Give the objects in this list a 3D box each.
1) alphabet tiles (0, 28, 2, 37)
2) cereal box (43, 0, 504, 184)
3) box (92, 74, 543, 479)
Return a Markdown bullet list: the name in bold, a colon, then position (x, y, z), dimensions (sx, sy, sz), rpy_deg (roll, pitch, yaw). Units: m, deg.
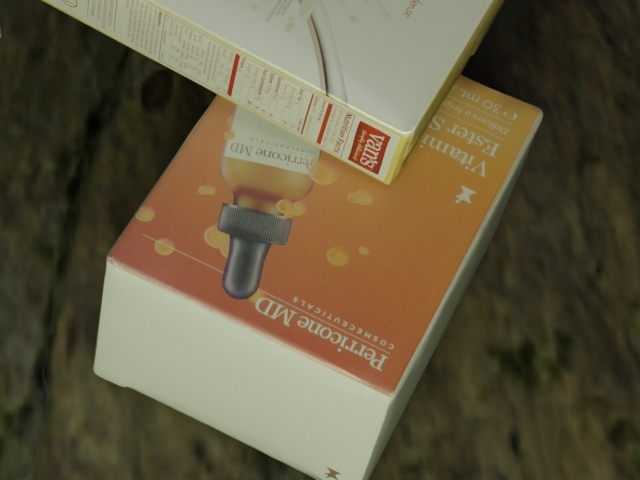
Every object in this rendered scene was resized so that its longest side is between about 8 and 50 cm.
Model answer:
- **alphabet tiles**: position (-0.321, -0.075, 0.713), dimensions (0.342, 0.011, 0.285), rpy_deg (-26, 57, -19)
- **cereal box**: position (-0.033, -0.149, 0.751), dimensions (0.240, 0.047, 0.173), rpy_deg (28, 60, 5)
- **box**: position (0.000, 0.000, 0.753), dimensions (0.130, 0.091, 0.170), rpy_deg (25, 54, 7)
